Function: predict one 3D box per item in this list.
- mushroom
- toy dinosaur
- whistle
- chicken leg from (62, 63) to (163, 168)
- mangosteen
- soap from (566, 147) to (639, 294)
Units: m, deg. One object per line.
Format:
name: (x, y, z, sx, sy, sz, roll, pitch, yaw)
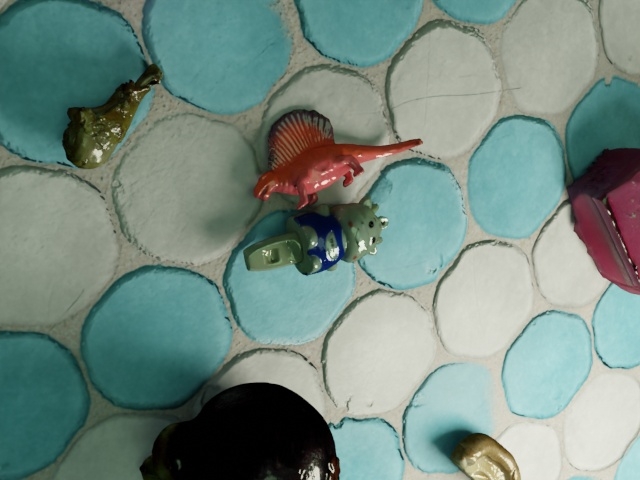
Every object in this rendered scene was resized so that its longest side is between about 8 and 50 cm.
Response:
mushroom: (0.316, 0.425, 1.372, 0.210, 0.072, 0.094, 42, 84, -30)
toy dinosaur: (0.012, -0.148, 1.124, 0.286, 0.070, 0.139, -29, 90, -19)
whistle: (0.000, 0.000, 1.120, 0.244, 0.092, 0.110, -15, 112, -23)
chicken leg: (-0.275, -0.172, 0.968, 0.178, 0.070, 0.093, -49, 160, -19)
mangosteen: (-0.122, 0.343, 1.075, 0.302, 0.275, 0.275, -4, 106, 13)
soap: (0.613, -0.020, 1.383, 0.220, 0.127, 0.325, -37, 115, -11)
